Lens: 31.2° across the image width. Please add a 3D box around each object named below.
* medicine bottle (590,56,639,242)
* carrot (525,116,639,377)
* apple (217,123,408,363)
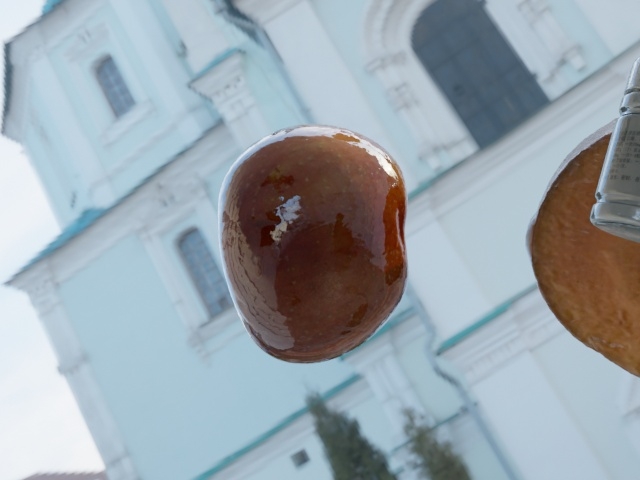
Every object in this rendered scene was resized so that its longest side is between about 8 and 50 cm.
[{"bbox_3d":[0.181,-0.046,0.603,0.058,0.058,0.091,28,-102,-67],"label":"medicine bottle"},{"bbox_3d":[0.335,0.001,0.996,0.307,0.259,0.100,2,5,16],"label":"carrot"},{"bbox_3d":[0.000,0.000,0.971,0.162,0.201,0.201,-15,-20,2],"label":"apple"}]
